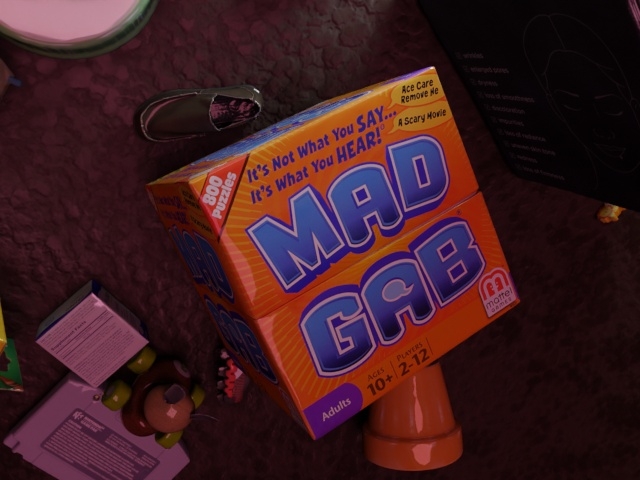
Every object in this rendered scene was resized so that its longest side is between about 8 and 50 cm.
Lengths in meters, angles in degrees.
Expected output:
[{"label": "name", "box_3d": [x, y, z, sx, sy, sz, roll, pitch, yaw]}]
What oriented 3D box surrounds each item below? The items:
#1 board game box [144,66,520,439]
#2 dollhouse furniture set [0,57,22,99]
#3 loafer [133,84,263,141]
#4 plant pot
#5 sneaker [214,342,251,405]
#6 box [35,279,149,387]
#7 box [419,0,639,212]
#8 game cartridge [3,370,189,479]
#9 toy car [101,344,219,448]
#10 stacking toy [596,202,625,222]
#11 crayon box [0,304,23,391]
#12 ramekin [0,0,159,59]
[{"label": "board game box", "box_3d": [0.000, 0.000, 0.920, 0.357, 0.356, 0.356, -29, 105, -19]}, {"label": "dollhouse furniture set", "box_3d": [-0.560, -0.178, 0.827, 0.198, 0.286, 0.303, 26, 81, -7]}, {"label": "loafer", "box_3d": [-0.196, -0.212, 0.995, 0.220, 0.078, 0.080, -18, 112, -12]}, {"label": "plant pot", "box_3d": [0.183, 0.339, 1.253, 0.205, 0.205, 0.187, -5, 93, -17]}, {"label": "sneaker", "box_3d": [-0.122, 0.186, 1.140, 0.135, 0.097, 0.276, 9, 103, -19]}, {"label": "box", "box_3d": [-0.392, 0.160, 1.056, 0.126, 0.072, 0.137, -41, 116, -2]}, {"label": "box", "box_3d": [0.453, -0.321, 0.957, 0.297, 0.480, 0.471, -42, 116, -4]}, {"label": "game cartridge", "box_3d": [-0.398, 0.376, 1.137, 0.196, 0.060, 0.294, -43, 115, 3]}, {"label": "toy car", "box_3d": [-0.256, 0.273, 1.057, 0.155, 0.188, 0.149, 46, 55, -25]}, {"label": "stacking toy", "box_3d": [0.634, -0.169, 1.307, 0.167, 0.052, 0.221, 36, 92, -27]}, {"label": "crayon box", "box_3d": [-0.588, 0.112, 0.885, 0.319, 0.202, 0.081, 25, 92, -35]}, {"label": "ramekin", "box_3d": [-0.364, -0.404, 0.837, 0.304, 0.148, 0.303, -6, 109, -17]}]
